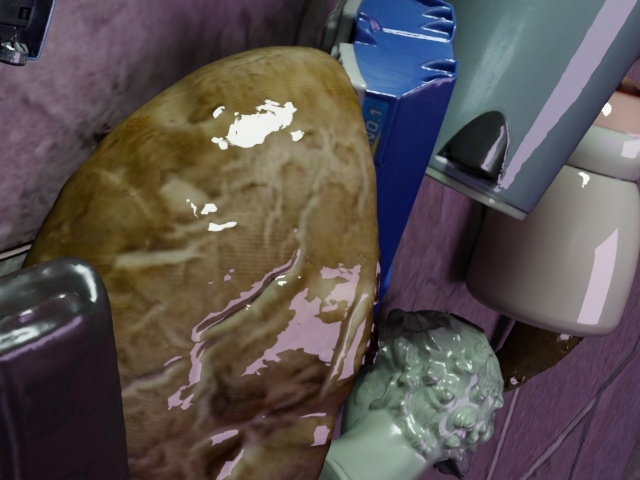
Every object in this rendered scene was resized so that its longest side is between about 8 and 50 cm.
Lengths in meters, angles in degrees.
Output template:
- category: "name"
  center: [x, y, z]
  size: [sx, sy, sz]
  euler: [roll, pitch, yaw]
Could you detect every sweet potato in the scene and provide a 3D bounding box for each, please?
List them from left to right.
- category: "sweet potato"
  center: [0.285, 0.045, 1.377]
  size: [0.310, 0.098, 0.124]
  euler: [-46, 157, -32]

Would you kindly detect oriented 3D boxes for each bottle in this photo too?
- category: "bottle"
  center: [0.232, -0.043, 1.119]
  size: [0.147, 0.147, 0.237]
  euler: [-6, 114, -64]

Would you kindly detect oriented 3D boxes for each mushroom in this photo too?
- category: "mushroom"
  center: [-0.077, 0.038, 0.586]
  size: [0.151, 0.156, 0.286]
  euler: [8, 100, -39]

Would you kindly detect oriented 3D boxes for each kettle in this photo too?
- category: "kettle"
  center: [0.143, -0.147, 0.873]
  size: [0.243, 0.160, 0.210]
  euler: [-62, -174, 8]

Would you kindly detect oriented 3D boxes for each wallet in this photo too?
- category: "wallet"
  center: [-0.156, 0.117, 0.474]
  size: [0.182, 0.049, 0.229]
  euler: [-21, 142, -20]

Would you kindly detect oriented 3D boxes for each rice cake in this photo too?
- category: "rice cake"
  center: [0.129, 0.194, 1.258]
  size: [0.207, 0.036, 0.047]
  euler: [65, 40, -59]

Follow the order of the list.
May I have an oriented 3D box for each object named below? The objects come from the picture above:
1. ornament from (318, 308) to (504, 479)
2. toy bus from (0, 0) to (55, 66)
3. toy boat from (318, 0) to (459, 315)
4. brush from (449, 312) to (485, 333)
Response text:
- category: "ornament"
  center: [0.036, 0.167, 0.919]
  size: [0.285, 0.130, 0.120]
  euler: [-51, 139, -31]
- category: "toy bus"
  center: [-0.131, -0.087, 0.432]
  size: [0.083, 0.046, 0.038]
  euler: [-10, 121, -65]
- category: "toy boat"
  center: [0.000, 0.000, 0.735]
  size: [0.129, 0.088, 0.295]
  euler: [-84, -171, -53]
- category: "brush"
  center: [0.082, 0.183, 1.134]
  size: [0.248, 0.043, 0.036]
  euler: [-63, 163, -6]
